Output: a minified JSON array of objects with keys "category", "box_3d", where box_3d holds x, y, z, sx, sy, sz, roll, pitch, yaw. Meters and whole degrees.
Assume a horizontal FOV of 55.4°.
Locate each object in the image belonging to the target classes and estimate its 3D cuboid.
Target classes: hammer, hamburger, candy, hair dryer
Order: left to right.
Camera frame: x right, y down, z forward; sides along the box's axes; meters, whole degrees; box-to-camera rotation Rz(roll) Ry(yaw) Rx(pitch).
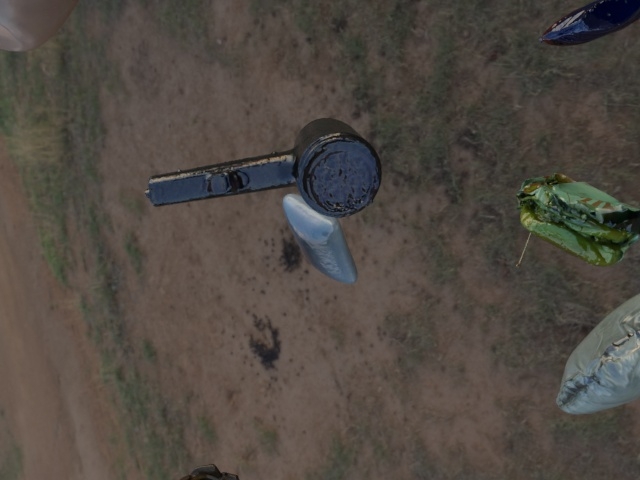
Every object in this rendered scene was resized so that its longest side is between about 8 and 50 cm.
[{"category":"hair dryer","box_3d":[-0.065,-0.069,0.670,0.197,0.252,0.089,-105,4,-74]},{"category":"candy","box_3d":[0.000,0.000,1.120,0.138,0.071,0.174,34,159,38]},{"category":"hammer","box_3d":[0.518,0.018,1.539,0.029,0.014,0.122,12,66,36]},{"category":"hamburger","box_3d":[0.440,-0.037,1.056,0.214,0.235,0.125,19,114,16]}]

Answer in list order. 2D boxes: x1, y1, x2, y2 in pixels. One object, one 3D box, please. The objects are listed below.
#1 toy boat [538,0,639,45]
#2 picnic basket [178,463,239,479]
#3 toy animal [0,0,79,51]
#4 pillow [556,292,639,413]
[{"category":"toy boat","box_3d":[0.576,-0.460,1.295,0.219,0.318,0.071,-14,100,23]},{"category":"picnic basket","box_3d":[-0.161,0.477,0.842,0.254,0.291,0.321,41,134,-4]},{"category":"toy animal","box_3d":[-0.458,-0.410,0.925,0.213,0.256,0.195,25,169,9]},{"category":"pillow","box_3d":[0.246,0.033,0.385,0.051,0.229,0.128,54,179,22]}]
